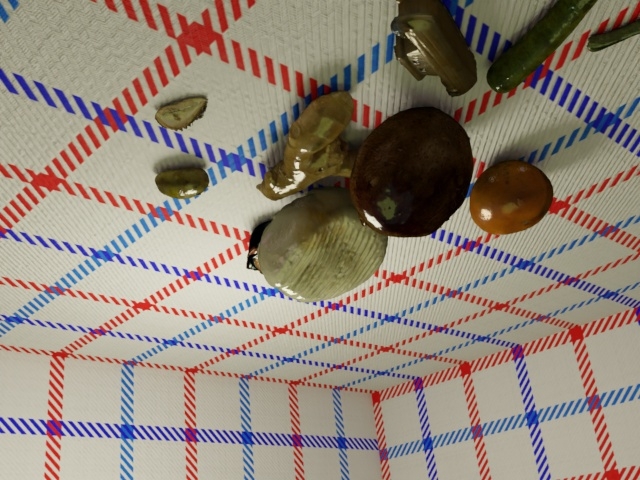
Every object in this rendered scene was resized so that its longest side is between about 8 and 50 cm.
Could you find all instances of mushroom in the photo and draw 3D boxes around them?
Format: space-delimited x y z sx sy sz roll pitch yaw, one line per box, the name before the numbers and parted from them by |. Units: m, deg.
mushroom | 0.223 -0.151 1.723 0.239 0.345 0.345 31 160 15

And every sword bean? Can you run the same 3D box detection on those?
sword bean | 0.674 -0.444 1.485 0.269 0.038 0.043 -19 158 28

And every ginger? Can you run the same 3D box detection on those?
ginger | -0.030 -0.196 1.759 0.348 0.122 0.363 -23 162 15

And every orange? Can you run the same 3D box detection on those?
orange | 0.512 -0.120 1.992 0.240 0.171 0.240 -12 154 -6

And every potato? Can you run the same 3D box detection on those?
potato | -0.348 -0.143 1.852 0.137 0.070 0.091 -10 154 8

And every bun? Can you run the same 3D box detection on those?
bun | 0.000 0.000 2.008 0.365 0.219 0.365 -17 137 -17

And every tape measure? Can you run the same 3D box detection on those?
tape measure | -0.119 0.031 2.213 0.202 0.135 0.223 9 148 -11

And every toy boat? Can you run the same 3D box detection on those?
toy boat | 0.221 -0.375 1.467 0.121 0.089 0.321 -12 157 27

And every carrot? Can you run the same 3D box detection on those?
carrot | 0.456 -0.417 1.457 0.074 0.074 0.358 6 150 -26

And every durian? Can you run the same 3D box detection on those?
durian | -0.300 -0.281 1.620 0.130 0.052 0.066 -15 116 11
